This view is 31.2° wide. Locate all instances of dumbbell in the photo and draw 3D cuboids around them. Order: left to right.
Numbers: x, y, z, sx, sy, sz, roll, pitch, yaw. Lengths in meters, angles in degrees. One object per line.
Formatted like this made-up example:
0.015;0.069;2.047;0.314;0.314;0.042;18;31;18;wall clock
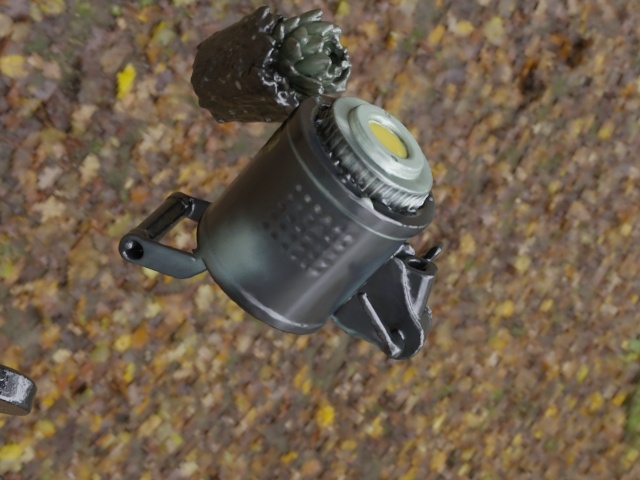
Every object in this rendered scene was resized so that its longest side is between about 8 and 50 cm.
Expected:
-0.553;0.311;1.831;0.152;0.152;0.218;45;52;-53;dumbbell

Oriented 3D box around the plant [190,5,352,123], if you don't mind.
-0.062;-0.222;1.469;0.132;0.194;0.129;33;53;-55;plant

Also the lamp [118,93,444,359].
-0.009;-0.042;1.336;0.272;0.374;0.205;-68;173;27;lamp
